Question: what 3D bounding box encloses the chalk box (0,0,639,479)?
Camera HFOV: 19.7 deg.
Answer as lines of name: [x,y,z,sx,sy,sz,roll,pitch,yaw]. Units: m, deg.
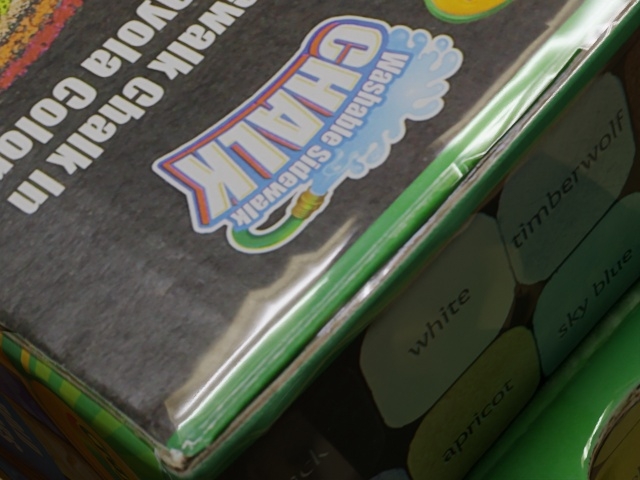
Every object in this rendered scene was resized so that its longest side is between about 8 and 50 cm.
chalk box: [0.000,0.000,0.464,0.289,0.179,0.180,33,70,34]
